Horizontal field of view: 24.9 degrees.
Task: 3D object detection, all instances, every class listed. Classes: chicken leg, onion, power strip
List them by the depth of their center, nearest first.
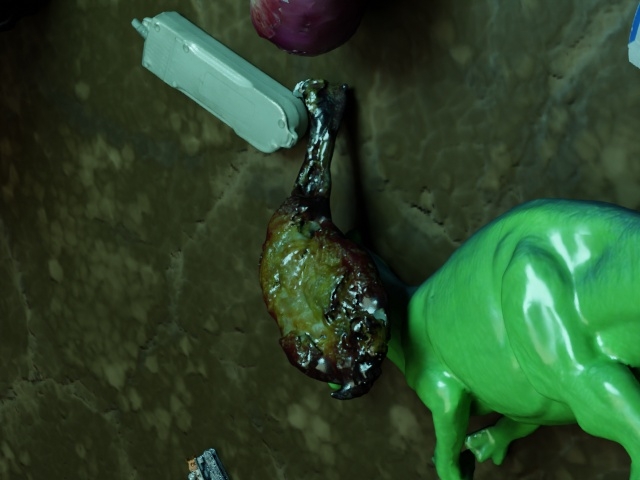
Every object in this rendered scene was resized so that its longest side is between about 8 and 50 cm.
[{"bbox_3d":[0.026,-0.189,0.948,0.140,0.150,0.150,9,118,-2],"label":"onion"},{"bbox_3d":[0.000,0.000,0.999,0.106,0.051,0.253,-42,44,39],"label":"chicken leg"},{"bbox_3d":[-0.081,-0.125,1.114,0.191,0.030,0.047,37,128,27],"label":"power strip"}]

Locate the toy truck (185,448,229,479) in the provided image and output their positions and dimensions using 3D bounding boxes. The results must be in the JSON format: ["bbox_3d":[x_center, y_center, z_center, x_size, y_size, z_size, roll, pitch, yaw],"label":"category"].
[{"bbox_3d":[-0.089,0.223,1.257,0.032,0.024,0.083,-24,85,15],"label":"toy truck"}]

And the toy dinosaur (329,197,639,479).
[{"bbox_3d":[0.147,-0.021,0.885,0.374,0.144,0.500,46,134,37],"label":"toy dinosaur"}]

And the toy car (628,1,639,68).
[{"bbox_3d":[0.248,-0.099,0.797,0.171,0.070,0.080,35,126,29],"label":"toy car"}]

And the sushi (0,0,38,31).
[{"bbox_3d":[-0.389,-0.262,1.135,0.281,0.294,0.299,27,132,23],"label":"sushi"}]
